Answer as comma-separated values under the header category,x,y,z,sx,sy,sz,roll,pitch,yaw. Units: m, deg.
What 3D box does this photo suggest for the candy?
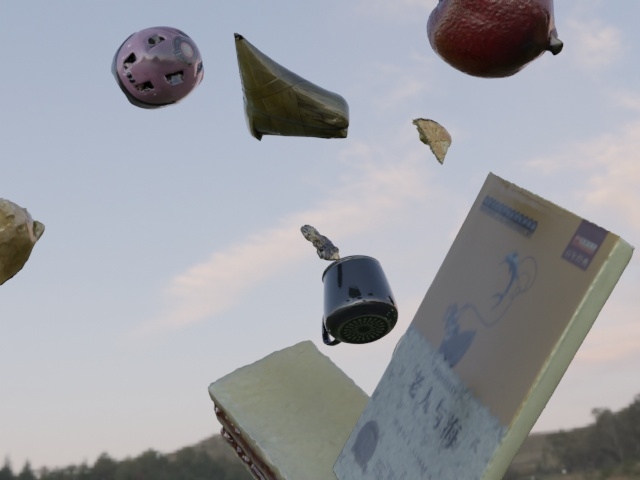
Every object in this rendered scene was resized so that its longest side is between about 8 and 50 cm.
category,x,y,z,sx,sy,sz,roll,pitch,yaw
candy,-0.007,0.279,1.195,0.179,0.320,0.135,-27,-58,-20

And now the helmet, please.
category,x,y,z,sx,sy,sz,roll,pitch,yaw
helmet,-0.379,-0.431,2.109,0.253,0.198,0.154,-33,8,-27

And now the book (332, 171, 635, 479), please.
category,x,y,z,sx,sy,sz,roll,pitch,yaw
book,0.135,0.134,0.852,0.032,0.389,0.269,24,8,-19

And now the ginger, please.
category,x,y,z,sx,sy,sz,roll,pitch,yaw
ginger,-0.537,0.015,1.378,0.115,0.193,0.123,31,-15,27

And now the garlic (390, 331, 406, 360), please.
category,x,y,z,sx,sy,sz,roll,pitch,yaw
garlic,0.200,0.230,1.540,0.164,0.245,0.146,-3,-60,2

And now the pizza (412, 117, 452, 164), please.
category,x,y,z,sx,sy,sz,roll,pitch,yaw
pizza,0.238,-0.206,1.843,0.123,0.109,0.026,15,-31,-42

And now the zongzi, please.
category,x,y,z,sx,sy,sz,roll,pitch,yaw
zongzi,-0.055,-0.318,1.775,0.228,0.115,0.256,3,-44,9

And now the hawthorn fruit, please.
category,x,y,z,sx,sy,sz,roll,pitch,yaw
hawthorn fruit,0.248,-0.301,1.215,0.188,0.169,0.169,34,-22,6

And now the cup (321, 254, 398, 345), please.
category,x,y,z,sx,sy,sz,roll,pitch,yaw
cup,0.069,0.148,2.002,0.169,0.177,0.223,17,-45,-34

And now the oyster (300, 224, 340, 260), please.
category,x,y,z,sx,sy,sz,roll,pitch,yaw
oyster,0.002,0.003,1.434,0.019,0.083,0.054,-41,2,29
